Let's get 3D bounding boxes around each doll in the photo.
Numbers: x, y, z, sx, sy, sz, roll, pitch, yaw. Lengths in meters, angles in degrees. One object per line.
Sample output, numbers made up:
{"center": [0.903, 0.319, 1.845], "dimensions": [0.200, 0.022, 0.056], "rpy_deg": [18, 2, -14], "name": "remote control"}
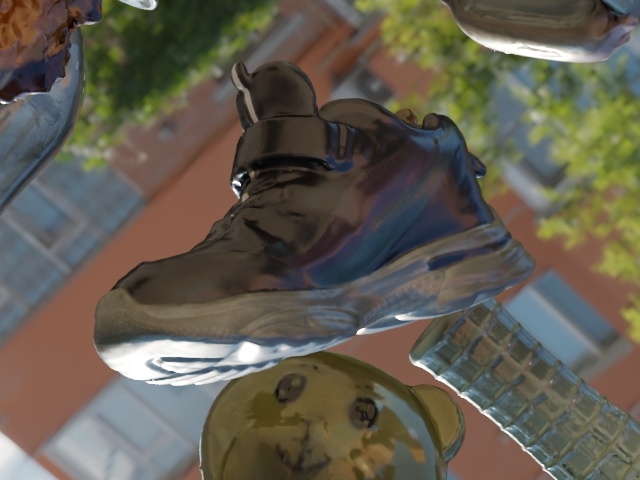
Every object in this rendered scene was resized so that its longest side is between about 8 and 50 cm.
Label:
{"center": [-0.017, 0.199, 1.274], "dimensions": [0.161, 0.177, 0.261], "rpy_deg": [70, 39, -66], "name": "doll"}

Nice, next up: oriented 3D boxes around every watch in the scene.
{"center": [0.159, -0.287, 1.645], "dimensions": [0.253, 0.241, 0.162], "rpy_deg": [11, -108, 38], "name": "watch"}

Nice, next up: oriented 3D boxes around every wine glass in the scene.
{"center": [-0.207, -0.107, 1.268], "dimensions": [0.222, 0.103, 0.103], "rpy_deg": [-58, -165, -11], "name": "wine glass"}

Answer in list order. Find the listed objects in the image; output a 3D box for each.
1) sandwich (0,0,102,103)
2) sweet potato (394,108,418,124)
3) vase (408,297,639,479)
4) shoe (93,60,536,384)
{"center": [-0.281, -0.169, 1.182], "dimensions": [0.301, 0.162, 0.250], "rpy_deg": [-4, -156, 20], "name": "sandwich"}
{"center": [0.000, 0.000, 1.433], "dimensions": [0.243, 0.077, 0.077], "rpy_deg": [-43, -167, -8], "name": "sweet potato"}
{"center": [0.238, 0.177, 1.938], "dimensions": [0.143, 0.299, 0.143], "rpy_deg": [-50, 180, 0], "name": "vase"}
{"center": [-0.007, -0.012, 0.603], "dimensions": [0.169, 0.099, 0.071], "rpy_deg": [-13, 176, -38], "name": "shoe"}
